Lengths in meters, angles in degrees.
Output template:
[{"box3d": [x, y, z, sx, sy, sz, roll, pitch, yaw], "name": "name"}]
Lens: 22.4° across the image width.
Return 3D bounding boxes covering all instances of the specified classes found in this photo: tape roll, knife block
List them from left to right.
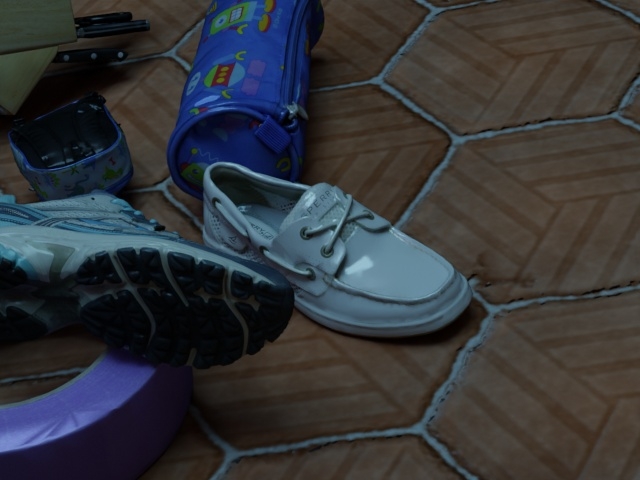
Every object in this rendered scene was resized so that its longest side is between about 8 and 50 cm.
[{"box3d": [-0.318, -0.263, 1.683, 0.242, 0.275, 0.088, -59, 28, -13], "name": "knife block"}, {"box3d": [-0.241, 0.093, 1.279, 0.275, 0.090, 0.275, -3, 41, 3], "name": "tape roll"}]

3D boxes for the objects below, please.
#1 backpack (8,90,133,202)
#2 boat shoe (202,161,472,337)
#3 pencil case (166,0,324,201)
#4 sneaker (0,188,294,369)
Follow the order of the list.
[{"box3d": [-0.230, -0.073, 1.532, 0.105, 0.084, 0.114, -23, 32, -13], "name": "backpack"}, {"box3d": [0.000, 0.000, 1.353, 0.277, 0.096, 0.098, 18, 46, 35], "name": "boat shoe"}, {"box3d": [-0.063, -0.155, 1.559, 0.133, 0.119, 0.306, -26, 31, 24], "name": "pencil case"}, {"box3d": [-0.151, 0.010, 1.218, 0.283, 0.110, 0.122, 8, 40, 13], "name": "sneaker"}]
